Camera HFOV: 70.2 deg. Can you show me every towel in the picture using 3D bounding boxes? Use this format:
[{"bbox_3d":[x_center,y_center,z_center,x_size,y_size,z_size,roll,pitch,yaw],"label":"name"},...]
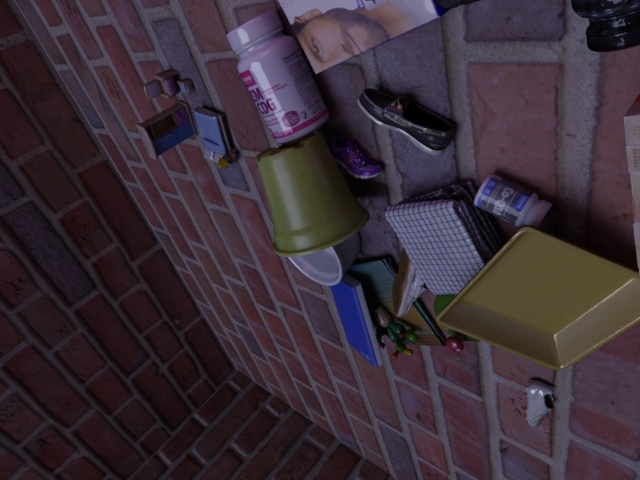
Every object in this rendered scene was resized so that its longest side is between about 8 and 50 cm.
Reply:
[{"bbox_3d":[0.316,-0.001,1.111,0.284,0.121,0.235,55,151,-16],"label":"towel"},{"bbox_3d":[0.236,0.211,1.538,0.370,0.040,0.271,53,151,-14],"label":"towel"}]

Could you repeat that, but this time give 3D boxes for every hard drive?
[{"bbox_3d":[0.116,0.260,1.581,0.210,0.040,0.319,29,140,61],"label":"hard drive"}]

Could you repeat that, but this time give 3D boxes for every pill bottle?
[{"bbox_3d":[0.400,-0.078,0.947,0.137,0.078,0.078,32,147,24],"label":"pill bottle"},{"bbox_3d":[0.384,-0.368,0.581,0.122,0.123,0.219,9,135,47],"label":"pill bottle"},{"bbox_3d":[-0.105,-0.401,1.130,0.160,0.160,0.283,3,128,51],"label":"pill bottle"}]

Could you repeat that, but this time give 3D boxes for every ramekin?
[{"bbox_3d":[0.000,0.000,1.492,0.277,0.135,0.277,32,146,24],"label":"ramekin"}]

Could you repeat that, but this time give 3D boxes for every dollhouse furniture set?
[{"bbox_3d":[-0.463,-0.386,1.568,0.303,0.198,0.287,28,145,29],"label":"dollhouse furniture set"}]

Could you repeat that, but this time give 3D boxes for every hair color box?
[{"bbox_3d":[0.081,-0.468,0.871,0.338,0.110,0.185,1,128,53],"label":"hair color box"}]

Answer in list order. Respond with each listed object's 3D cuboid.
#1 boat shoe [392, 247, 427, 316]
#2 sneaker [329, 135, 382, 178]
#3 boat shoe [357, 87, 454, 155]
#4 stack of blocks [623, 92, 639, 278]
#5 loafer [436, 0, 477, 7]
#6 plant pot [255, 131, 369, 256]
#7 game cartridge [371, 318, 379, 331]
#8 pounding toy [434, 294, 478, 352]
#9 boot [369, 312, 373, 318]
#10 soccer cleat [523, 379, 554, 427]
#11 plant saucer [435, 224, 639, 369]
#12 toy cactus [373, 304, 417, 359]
[{"bbox_3d":[0.272,0.126,1.323,0.277,0.096,0.098,96,169,-46],"label":"boat shoe"},{"bbox_3d":[0.087,-0.219,1.195,0.169,0.068,0.071,34,142,23],"label":"sneaker"},{"bbox_3d":[0.186,-0.276,0.993,0.227,0.081,0.069,34,145,9],"label":"boat shoe"},{"bbox_3d":[0.535,-0.086,0.672,0.087,0.171,0.297,7,131,48],"label":"stack of blocks"},{"bbox_3d":[0.256,-0.511,0.611,0.366,0.130,0.134,101,162,-46],"label":"loafer"},{"bbox_3d":[-0.040,-0.135,1.188,0.276,0.276,0.254,4,122,50],"label":"plant pot"},{"bbox_3d":[0.192,0.313,1.733,0.083,0.017,0.056,47,146,0],"label":"game cartridge"},{"bbox_3d":[0.394,0.231,1.285,0.183,0.110,0.237,40,149,13],"label":"pounding toy"},{"bbox_3d":[0.141,0.258,1.701,0.118,0.042,0.087,-8,113,48],"label":"boot"},{"bbox_3d":[0.636,0.484,1.319,0.076,0.068,0.196,13,133,40],"label":"soccer cleat"},{"bbox_3d":[0.466,0.115,0.955,0.332,0.081,0.333,22,134,-5],"label":"plant saucer"},{"bbox_3d":[0.229,0.309,1.546,0.181,0.112,0.219,59,159,-4],"label":"toy cactus"}]
